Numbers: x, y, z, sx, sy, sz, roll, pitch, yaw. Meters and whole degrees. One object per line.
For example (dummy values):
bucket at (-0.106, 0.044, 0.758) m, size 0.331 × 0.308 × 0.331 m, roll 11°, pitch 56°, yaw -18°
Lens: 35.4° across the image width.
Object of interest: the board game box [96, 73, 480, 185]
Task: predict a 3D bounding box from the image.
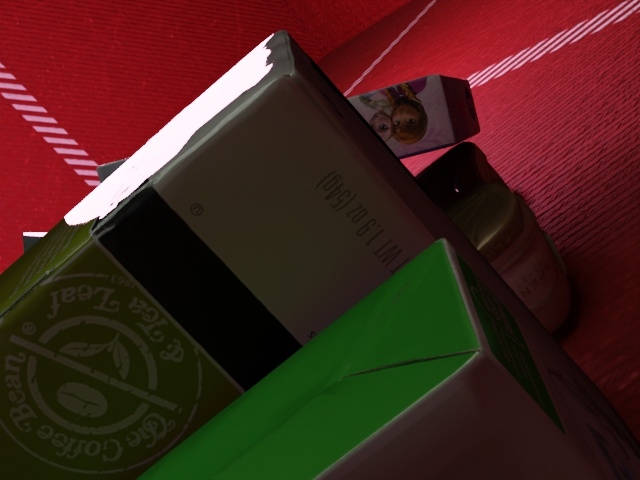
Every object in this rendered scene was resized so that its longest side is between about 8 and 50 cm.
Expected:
board game box at (-0.010, -0.093, 1.005) m, size 0.319 × 0.065 × 0.318 m, roll -13°, pitch 5°, yaw 15°

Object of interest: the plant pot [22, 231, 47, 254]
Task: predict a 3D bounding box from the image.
plant pot at (-0.138, 0.126, 0.923) m, size 0.235 × 0.292 × 0.293 m, roll -6°, pitch 6°, yaw -15°

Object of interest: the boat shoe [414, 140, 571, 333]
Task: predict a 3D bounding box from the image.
boat shoe at (0.137, -0.001, 0.918) m, size 0.122 × 0.110 × 0.341 m, roll -40°, pitch 14°, yaw 10°

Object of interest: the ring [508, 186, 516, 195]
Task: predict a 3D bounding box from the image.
ring at (0.076, 0.044, 1.115) m, size 0.337 × 0.032 × 0.336 m, roll -38°, pitch 15°, yaw 12°

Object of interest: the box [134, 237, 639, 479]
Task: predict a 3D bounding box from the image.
box at (0.028, 0.175, 0.425) m, size 0.262 × 0.231 × 0.127 m, roll -38°, pitch 14°, yaw 12°

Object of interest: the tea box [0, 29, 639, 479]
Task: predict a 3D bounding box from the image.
tea box at (-0.033, 0.110, 0.586) m, size 0.323 × 0.329 × 0.220 m, roll -41°, pitch 14°, yaw 10°
